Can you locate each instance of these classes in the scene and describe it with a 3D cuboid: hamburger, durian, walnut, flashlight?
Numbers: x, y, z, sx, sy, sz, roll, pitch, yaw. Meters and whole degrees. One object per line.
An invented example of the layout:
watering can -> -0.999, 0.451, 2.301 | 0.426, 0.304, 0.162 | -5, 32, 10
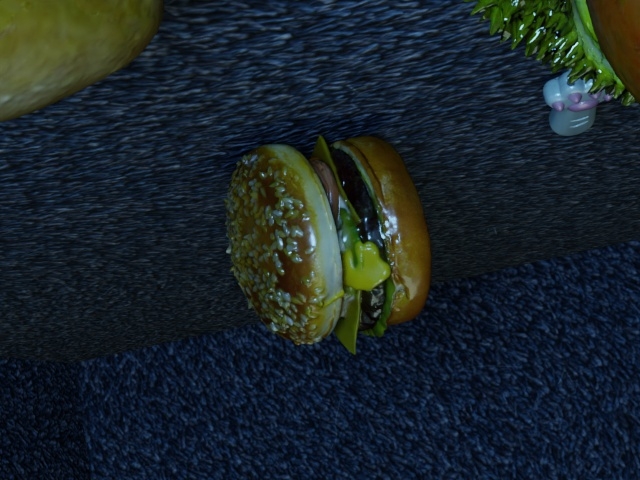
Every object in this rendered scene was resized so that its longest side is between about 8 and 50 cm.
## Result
hamburger -> 0.000, 0.000, 1.521 | 0.225, 0.291, 0.291 | -12, 170, -19
durian -> 0.272, -0.224, 1.064 | 0.352, 0.158, 0.169 | 5, 127, -29
walnut -> -0.213, -0.160, 0.694 | 0.203, 0.203, 0.298 | -18, 170, 34
flashlight -> 0.331, -0.175, 1.507 | 0.093, 0.047, 0.200 | -12, 168, 5

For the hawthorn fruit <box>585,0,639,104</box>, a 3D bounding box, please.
hawthorn fruit -> 0.319, -0.173, 0.829 | 0.277, 0.298, 0.277 | 12, 157, 5
